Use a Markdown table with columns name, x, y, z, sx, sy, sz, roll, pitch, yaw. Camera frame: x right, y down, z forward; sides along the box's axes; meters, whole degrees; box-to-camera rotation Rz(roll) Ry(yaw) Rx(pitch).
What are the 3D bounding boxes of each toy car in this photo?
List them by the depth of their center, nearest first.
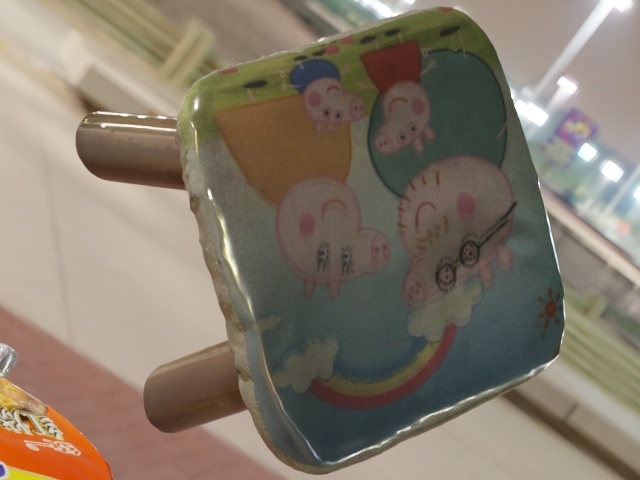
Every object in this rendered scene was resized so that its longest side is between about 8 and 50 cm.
| name | x | y | z | sx | sy | sz | roll | pitch | yaw |
| --- | --- | --- | --- | --- | --- | --- | --- | --- | --- |
| toy car | -0.392 | 0.164 | 1.864 | 0.025 | 0.093 | 0.041 | 23 | -21 | 23 |

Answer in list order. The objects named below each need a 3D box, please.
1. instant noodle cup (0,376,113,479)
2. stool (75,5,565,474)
| name | x | y | z | sx | sy | sz | roll | pitch | yaw |
| --- | --- | --- | --- | --- | --- | --- | --- | --- | --- |
| instant noodle cup | -0.255 | 0.175 | 0.947 | 0.213 | 0.174 | 0.213 | 28 | 8 | -4 |
| stool | 0.000 | 0.000 | 1.253 | 0.226 | 0.310 | 0.310 | -8 | -81 | 56 |
